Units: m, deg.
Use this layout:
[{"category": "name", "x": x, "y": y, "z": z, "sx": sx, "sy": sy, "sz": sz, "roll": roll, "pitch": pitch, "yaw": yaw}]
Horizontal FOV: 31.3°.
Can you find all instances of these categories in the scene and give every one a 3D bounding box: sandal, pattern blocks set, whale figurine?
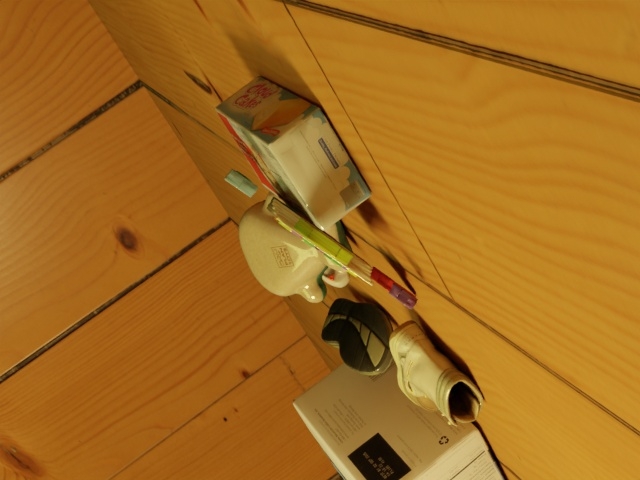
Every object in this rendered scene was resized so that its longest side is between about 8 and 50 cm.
[{"category": "sandal", "x": 0.085, "y": 0.176, "z": 2.143, "sx": 0.086, "sy": 0.120, "sz": 0.303, "roll": 28, "pitch": -178, "yaw": -18}, {"category": "pattern blocks set", "x": 0.000, "y": 0.000, "z": 1.629, "sx": 0.325, "sy": 0.026, "sz": 0.285, "roll": 36, "pitch": -179, "yaw": 4}, {"category": "whale figurine", "x": -0.023, "y": 0.000, "z": 1.982, "sx": 0.272, "sy": 0.141, "sz": 0.216, "roll": -8, "pitch": 107, "yaw": 54}]

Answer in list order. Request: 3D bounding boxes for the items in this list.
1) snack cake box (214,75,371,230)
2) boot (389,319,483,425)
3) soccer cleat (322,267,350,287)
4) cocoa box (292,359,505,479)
[{"category": "snack cake box", "x": -0.044, "y": -0.129, "z": 1.626, "sx": 0.152, "sy": 0.089, "sz": 0.264, "roll": 56, "pitch": 172, "yaw": -27}, {"category": "boot", "x": 0.194, "y": 0.241, "z": 1.829, "sx": 0.165, "sy": 0.077, "sz": 0.213, "roll": 44, "pitch": 164, "yaw": 43}, {"category": "soccer cleat", "x": -0.017, "y": 0.014, "z": 2.137, "sx": 0.196, "sy": 0.068, "sz": 0.076, "roll": 50, "pitch": 176, "yaw": 16}, {"category": "cocoa box", "x": 0.151, "y": 0.391, "z": 2.122, "sx": 0.347, "sy": 0.231, "sz": 0.228, "roll": 43, "pitch": 167, "yaw": 52}]
